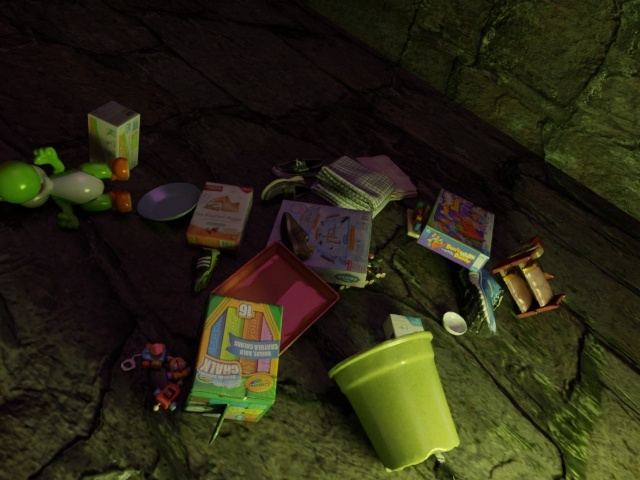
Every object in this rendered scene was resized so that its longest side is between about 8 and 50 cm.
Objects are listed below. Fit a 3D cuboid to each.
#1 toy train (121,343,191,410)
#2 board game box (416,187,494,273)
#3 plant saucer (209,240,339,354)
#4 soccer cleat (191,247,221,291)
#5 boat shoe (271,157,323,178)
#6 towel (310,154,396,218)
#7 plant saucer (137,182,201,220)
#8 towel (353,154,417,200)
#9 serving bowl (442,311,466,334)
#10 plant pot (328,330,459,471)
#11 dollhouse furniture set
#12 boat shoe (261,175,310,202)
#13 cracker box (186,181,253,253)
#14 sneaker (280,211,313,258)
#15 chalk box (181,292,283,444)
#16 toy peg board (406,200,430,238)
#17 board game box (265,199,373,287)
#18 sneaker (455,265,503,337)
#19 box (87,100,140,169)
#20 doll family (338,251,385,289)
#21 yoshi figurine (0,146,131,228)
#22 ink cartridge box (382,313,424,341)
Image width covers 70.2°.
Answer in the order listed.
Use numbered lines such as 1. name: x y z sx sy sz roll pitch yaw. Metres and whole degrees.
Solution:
1. toy train: -0.366 0.300 1.041 0.166 0.046 0.125 37 41 14
2. board game box: 0.507 -0.047 1.681 0.233 0.078 0.347 28 35 7
3. plant saucer: -0.126 0.161 1.257 0.259 0.047 0.258 40 64 19
4. soccer cleat: -0.339 0.082 1.291 0.073 0.060 0.178 13 34 1
5. boat shoe: -0.089 -0.295 1.808 0.220 0.070 0.077 -9 50 -34
6. towel: 0.134 -0.218 1.796 0.284 0.121 0.235 33 40 10
7. plant saucer: -0.466 -0.112 1.419 0.195 0.037 0.194 -3 41 3
8. towel: 0.288 -0.282 1.998 0.187 0.049 0.282 -12 52 -36
9. serving bowl: 0.430 0.274 1.478 0.084 0.027 0.083 14 40 -12
10. plant pot: 0.191 0.389 1.083 0.276 0.276 0.253 -6 60 -31
11. dollhouse furniture set: 0.811 0.112 1.702 0.374 0.152 0.201 -26 85 -46
12. boat shoe: -0.120 -0.180 1.662 0.073 0.080 0.224 37 37 22
13. cracker box: -0.307 -0.075 1.420 0.156 0.067 0.232 7 49 -1
14. sneaker: -0.075 -0.012 1.397 0.071 0.066 0.188 5 43 -24
15. chalk box: -0.197 0.294 1.011 0.179 0.180 0.288 12 55 -15
16. toy peg board: 0.434 -0.075 1.821 0.161 0.079 0.160 19 40 -6
17. board game box: 0.000 0.000 1.475 0.318 0.065 0.318 8 40 5
18. sneaker: 0.564 0.194 1.554 0.147 0.129 0.330 17 40 -5
19. box: -0.655 -0.315 1.448 0.103 0.203 0.114 26 42 2
20. doll family: 0.112 0.092 1.485 0.193 0.076 0.111 -6 53 -27
21. yoshi figurine: -0.718 -0.150 1.251 0.363 0.203 0.203 -4 54 -26
22. ink cartridge box: 0.255 0.309 1.326 0.105 0.061 0.181 9 43 -17
